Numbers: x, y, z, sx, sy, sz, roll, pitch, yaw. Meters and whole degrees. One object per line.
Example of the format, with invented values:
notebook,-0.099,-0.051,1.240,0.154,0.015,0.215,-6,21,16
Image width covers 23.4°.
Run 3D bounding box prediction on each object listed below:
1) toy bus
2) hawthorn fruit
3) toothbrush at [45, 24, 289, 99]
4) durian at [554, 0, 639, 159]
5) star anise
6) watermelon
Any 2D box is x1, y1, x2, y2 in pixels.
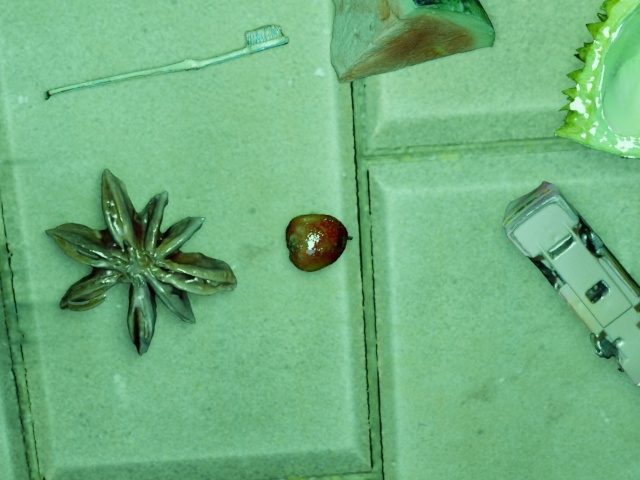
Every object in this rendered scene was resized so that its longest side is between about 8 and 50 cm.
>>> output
toy bus,0.326,0.048,1.868,0.090,0.112,0.274,-37,108,13
hawthorn fruit,-0.006,0.001,1.862,0.077,0.077,0.077,-1,112,-1
toothbrush,-0.180,-0.201,1.800,0.294,0.026,0.028,-16,93,4
durian,0.447,-0.209,1.698,0.394,0.198,0.163,-7,133,12
star anise,-0.215,0.031,1.863,0.236,0.093,0.229,5,106,-8
watermelon,0.100,-0.267,1.775,0.207,0.136,0.202,24,152,-38
